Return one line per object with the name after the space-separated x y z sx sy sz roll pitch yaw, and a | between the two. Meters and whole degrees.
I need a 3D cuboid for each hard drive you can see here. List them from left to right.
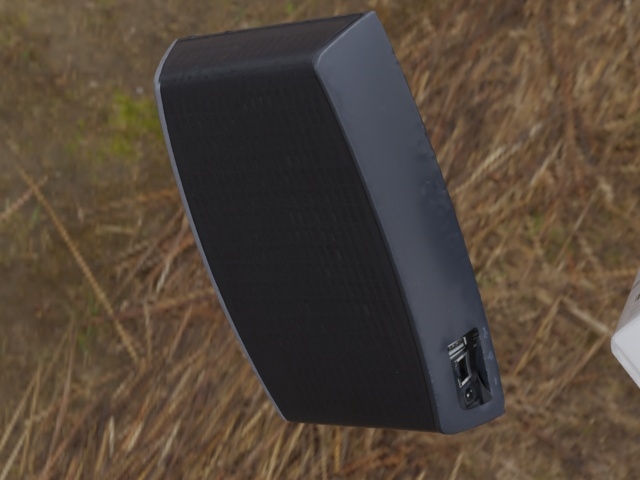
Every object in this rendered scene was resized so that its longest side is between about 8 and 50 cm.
0.000 0.000 0.909 0.172 0.255 0.054 -1 28 41 | hard drive

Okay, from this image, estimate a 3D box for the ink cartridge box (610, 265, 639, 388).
0.311 0.026 1.035 0.115 0.198 0.273 52 18 2 | ink cartridge box
